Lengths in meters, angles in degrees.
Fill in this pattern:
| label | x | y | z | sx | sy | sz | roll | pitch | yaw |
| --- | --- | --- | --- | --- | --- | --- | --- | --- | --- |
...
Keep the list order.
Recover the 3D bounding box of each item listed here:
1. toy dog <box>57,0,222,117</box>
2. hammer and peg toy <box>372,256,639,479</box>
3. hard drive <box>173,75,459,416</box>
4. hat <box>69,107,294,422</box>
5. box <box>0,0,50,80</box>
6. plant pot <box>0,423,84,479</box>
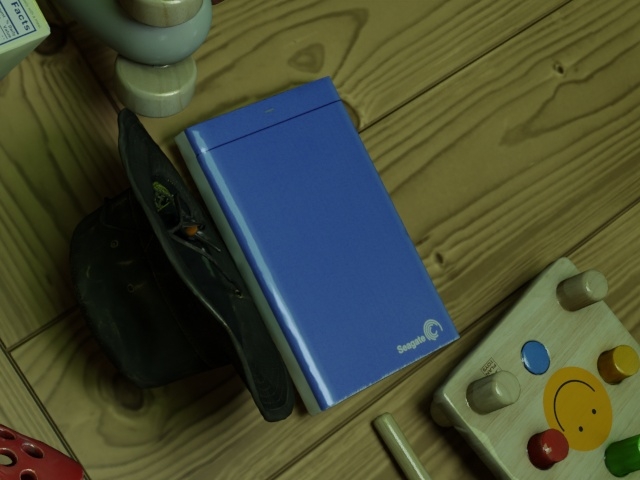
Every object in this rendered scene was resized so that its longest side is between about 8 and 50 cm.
| label | x | y | z | sx | sy | sz | roll | pitch | yaw |
| --- | --- | --- | --- | --- | --- | --- | --- | --- | --- |
| toy dog | -0.204 | -0.284 | 1.775 | 0.161 | 0.220 | 0.333 | -37 | 87 | -36 |
| hammer and peg toy | 0.236 | 0.209 | 1.928 | 0.266 | 0.127 | 0.361 | 51 | 56 | -6 |
| hard drive | 0.000 | 0.000 | 1.903 | 0.210 | 0.040 | 0.319 | -24 | 87 | -40 |
| hat | -0.157 | 0.047 | 1.714 | 0.134 | 0.331 | 0.331 | -28 | 89 | 3 |
| box | -0.403 | -0.158 | 1.618 | 0.243 | 0.213 | 0.117 | -29 | 90 | -35 |
| plant pot | -0.321 | 0.233 | 1.548 | 0.174 | 0.191 | 0.191 | 34 | 59 | -13 |
